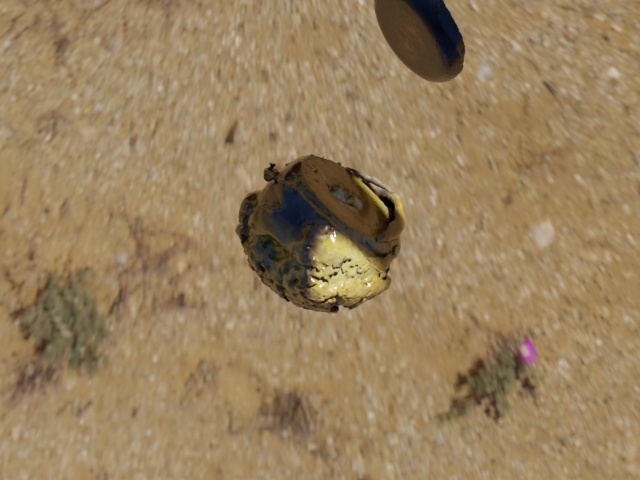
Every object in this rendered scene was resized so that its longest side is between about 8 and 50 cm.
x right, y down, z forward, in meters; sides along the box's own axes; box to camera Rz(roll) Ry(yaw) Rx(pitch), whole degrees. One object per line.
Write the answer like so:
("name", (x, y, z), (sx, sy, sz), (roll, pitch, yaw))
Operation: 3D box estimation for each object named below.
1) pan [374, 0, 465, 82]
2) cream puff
("pan", (0.066, -0.239, 1.462), (0.040, 0.115, 0.212), (-29, 83, -16))
("cream puff", (0.000, 0.000, 1.154), (0.119, 0.133, 0.104), (22, 123, -29))
